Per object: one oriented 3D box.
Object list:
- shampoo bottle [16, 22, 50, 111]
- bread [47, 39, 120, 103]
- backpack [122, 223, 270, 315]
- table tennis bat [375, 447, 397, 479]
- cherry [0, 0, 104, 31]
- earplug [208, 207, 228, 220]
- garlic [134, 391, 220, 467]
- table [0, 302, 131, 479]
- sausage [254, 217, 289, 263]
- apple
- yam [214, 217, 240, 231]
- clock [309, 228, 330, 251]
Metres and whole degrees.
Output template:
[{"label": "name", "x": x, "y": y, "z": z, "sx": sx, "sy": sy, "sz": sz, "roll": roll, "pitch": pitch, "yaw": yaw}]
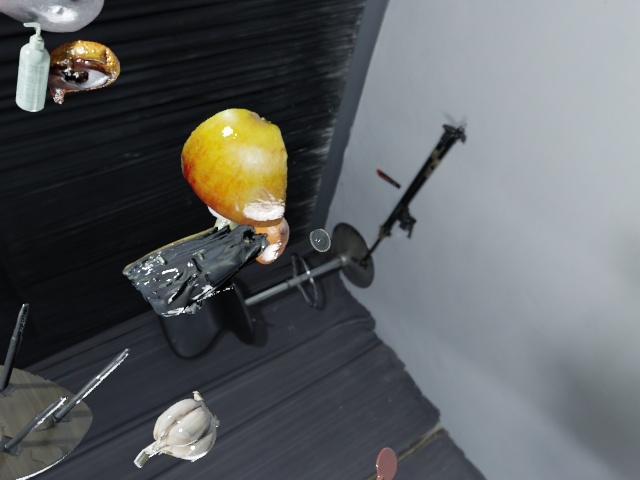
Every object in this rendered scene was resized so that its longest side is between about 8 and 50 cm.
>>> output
[{"label": "shampoo bottle", "x": -0.589, "y": -0.358, "z": 1.073, "sx": 0.056, "sy": 0.056, "sz": 0.195, "roll": 55, "pitch": 133, "yaw": 21}, {"label": "bread", "x": -0.654, "y": -0.454, "z": 1.380, "sx": 0.268, "sy": 0.095, "sz": 0.139, "roll": -7, "pitch": 147, "yaw": 24}, {"label": "backpack", "x": -0.216, "y": 0.041, "z": 0.972, "sx": 0.133, "sy": 0.258, "sz": 0.206, "roll": 62, "pitch": 172, "yaw": -11}, {"label": "table tennis bat", "x": 0.195, "y": 0.714, "z": 1.605, "sx": 0.019, "sy": 0.155, "sz": 0.098, "roll": -15, "pitch": 114, "yaw": 43}, {"label": "cherry", "x": -0.549, "y": -0.516, "z": 1.047, "sx": 0.213, "sy": 0.266, "sz": 0.184, "roll": 7, "pitch": 113, "yaw": 40}, {"label": "earplug", "x": -0.283, "y": -0.232, "z": 1.753, "sx": 0.172, "sy": 0.172, "sz": 0.301, "roll": 48, "pitch": 140, "yaw": 32}, {"label": "garlic", "x": -0.321, "y": 0.425, "z": 1.140, "sx": 0.131, "sy": 0.194, "sz": 0.127, "roll": 66, "pitch": 164, "yaw": -9}, {"label": "table", "x": -0.604, "y": 0.325, "z": 1.186, "sx": 0.249, "sy": 0.317, "sz": 0.317, "roll": -49, "pitch": 60, "yaw": 16}, {"label": "sausage", "x": -0.179, "y": -0.005, "z": 1.804, "sx": 0.133, "sy": 0.133, "sz": 0.258, "roll": 58, "pitch": 150, "yaw": 16}, {"label": "apple", "x": -0.175, "y": -0.137, "z": 1.174, "sx": 0.254, "sy": 0.179, "sz": 0.346, "roll": 35, "pitch": 152, "yaw": 9}, {"label": "yam", "x": -0.415, "y": -0.025, "z": 2.252, "sx": 0.107, "sy": 0.107, "sz": 0.194, "roll": -16, "pitch": 54, "yaw": 62}, {"label": "clock", "x": 0.000, "y": 0.000, "z": 1.812, "sx": 0.010, "sy": 0.074, "sz": 0.083, "roll": -41, "pitch": 68, "yaw": 60}]
